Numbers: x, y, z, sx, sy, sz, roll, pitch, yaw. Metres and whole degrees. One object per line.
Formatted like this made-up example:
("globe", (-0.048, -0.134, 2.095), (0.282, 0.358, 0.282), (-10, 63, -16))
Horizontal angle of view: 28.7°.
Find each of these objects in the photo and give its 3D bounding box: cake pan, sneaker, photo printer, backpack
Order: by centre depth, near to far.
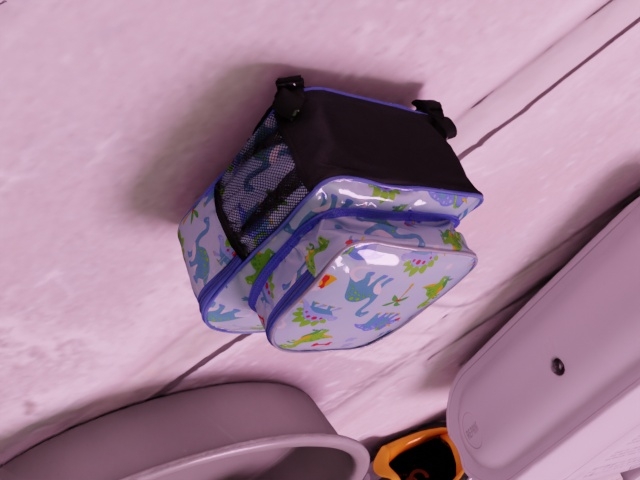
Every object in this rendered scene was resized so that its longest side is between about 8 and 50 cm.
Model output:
("backpack", (0.000, 0.000, 0.525), (0.105, 0.084, 0.114), (4, 147, -42))
("cake pan", (-0.112, 0.175, 0.816), (0.293, 0.054, 0.293), (-20, 156, -9))
("photo printer", (0.242, 0.068, 0.851), (0.256, 0.107, 0.307), (-9, 152, -29))
("sneaker", (0.131, 0.174, 1.001), (0.215, 0.084, 0.083), (-19, 150, -9))

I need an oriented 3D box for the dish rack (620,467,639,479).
("dish rack", (0.495, 0.185, 1.364), (0.333, 0.072, 0.285), (-8, 151, -33))
